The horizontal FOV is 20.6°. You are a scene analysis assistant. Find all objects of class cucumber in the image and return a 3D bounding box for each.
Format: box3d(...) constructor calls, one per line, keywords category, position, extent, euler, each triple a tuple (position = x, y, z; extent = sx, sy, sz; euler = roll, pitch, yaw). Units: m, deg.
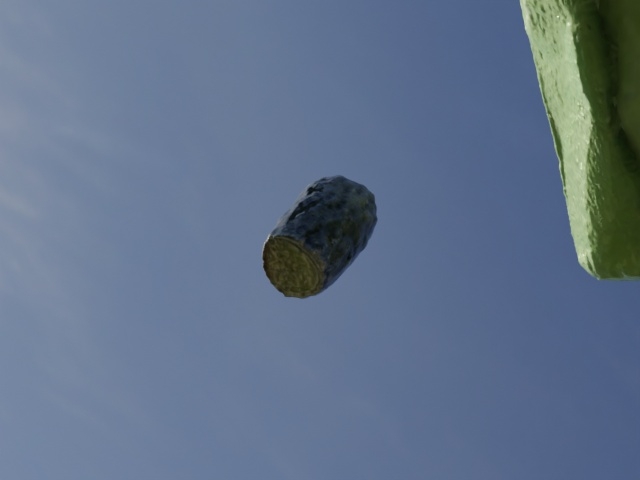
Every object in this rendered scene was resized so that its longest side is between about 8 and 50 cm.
box3d(category="cucumber", position=(0.000, -0.001, 1.230), extent=(0.064, 0.112, 0.064), euler=(7, -63, 15))

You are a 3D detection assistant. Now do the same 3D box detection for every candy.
box3d(category="candy", position=(0.223, -0.139, 1.266), extent=(0.132, 0.142, 0.344), euler=(14, -55, 51))
